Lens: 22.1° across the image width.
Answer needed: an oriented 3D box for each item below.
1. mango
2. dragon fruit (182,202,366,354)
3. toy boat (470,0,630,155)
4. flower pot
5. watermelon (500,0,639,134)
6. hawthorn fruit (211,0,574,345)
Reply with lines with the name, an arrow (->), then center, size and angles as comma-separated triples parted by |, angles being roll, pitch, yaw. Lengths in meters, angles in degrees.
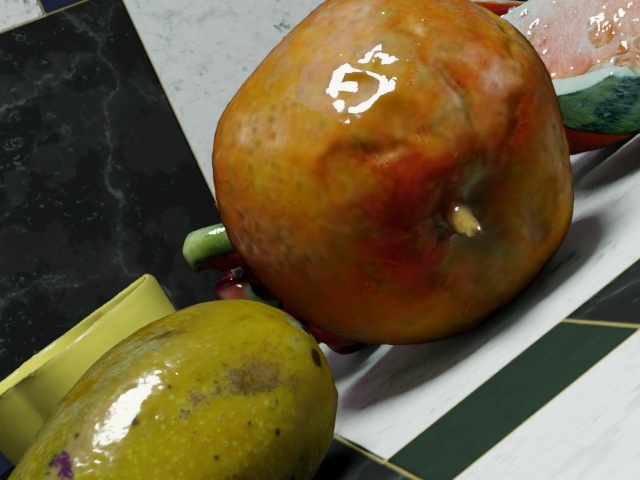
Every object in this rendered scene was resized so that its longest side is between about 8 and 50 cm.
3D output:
mango -> -0.126, 0.165, 1.075 | 0.329, 0.175, 0.177 | -37, -35, -34
dragon fruit -> 0.010, 0.000, 1.457 | 0.198, 0.218, 0.273 | 10, 25, 12
toy boat -> 0.178, -0.152, 1.544 | 0.331, 0.145, 0.133 | 6, 8, -24
flower pot -> -0.162, 0.151, 1.353 | 0.195, 0.179, 0.195 | -37, 6, 5
watermelon -> 0.273, -0.180, 1.398 | 0.305, 0.180, 0.224 | -34, -6, 9
hawthorn fruit -> 0.072, -0.045, 1.217 | 0.277, 0.277, 0.298 | -37, 23, -5
